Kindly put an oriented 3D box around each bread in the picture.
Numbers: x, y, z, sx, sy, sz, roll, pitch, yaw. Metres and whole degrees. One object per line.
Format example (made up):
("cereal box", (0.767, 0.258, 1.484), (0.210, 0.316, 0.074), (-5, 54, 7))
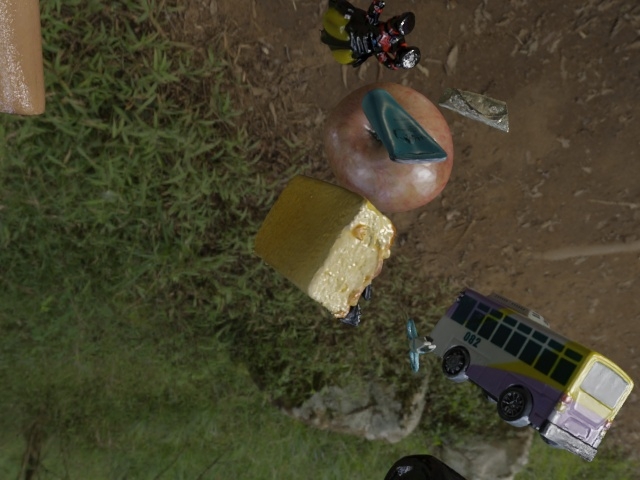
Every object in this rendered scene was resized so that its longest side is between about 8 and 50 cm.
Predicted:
("bread", (0.000, 0.000, 0.946), (0.114, 0.274, 0.185), (34, 87, -29))

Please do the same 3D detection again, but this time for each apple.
("apple", (0.166, -0.238, 1.421), (0.344, 0.345, 0.269), (-37, 164, 27))

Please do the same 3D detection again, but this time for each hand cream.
("hand cream", (0.108, -0.169, 0.819), (0.083, 0.224, 0.048), (-3, 125, -14))

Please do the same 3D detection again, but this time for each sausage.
("sausage", (-0.496, -0.320, 0.856), (0.123, 0.123, 0.253), (4, 127, -17))

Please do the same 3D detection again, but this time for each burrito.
("burrito", (0.463, -0.397, 1.658), (0.226, 0.087, 0.060), (21, 171, 10))

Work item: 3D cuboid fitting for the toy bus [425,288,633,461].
("toy bus", (0.473, 0.290, 1.338), (0.209, 0.440, 0.249), (32, 89, -29))

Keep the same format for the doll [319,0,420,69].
("doll", (0.075, -0.371, 1.005), (0.088, 0.248, 0.127), (-9, 119, -36))

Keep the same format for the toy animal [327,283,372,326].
("toy animal", (0.050, 0.117, 1.476), (0.116, 0.179, 0.219), (-23, 112, -13))

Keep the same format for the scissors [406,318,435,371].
("scissors", (0.100, 0.106, 0.568), (0.014, 0.058, 0.119), (-3, 168, -1))

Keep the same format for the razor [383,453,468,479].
("razor", (0.188, 0.419, 0.662), (0.113, 0.204, 0.349), (-24, 118, 31))
